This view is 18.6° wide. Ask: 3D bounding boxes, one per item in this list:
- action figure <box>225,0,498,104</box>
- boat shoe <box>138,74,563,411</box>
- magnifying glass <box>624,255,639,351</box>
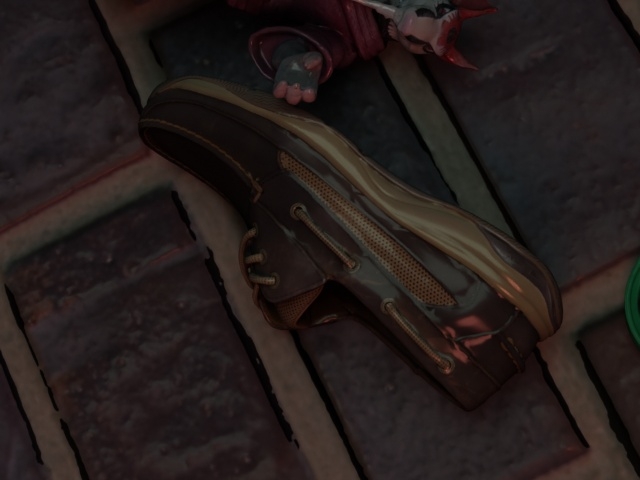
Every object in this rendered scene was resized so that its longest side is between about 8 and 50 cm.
[{"bbox_3d":[-0.046,-0.210,1.487,0.370,0.276,0.248,28,75,-2],"label":"action figure"},{"bbox_3d":[0.000,0.000,1.405,0.355,0.132,0.130,30,77,21],"label":"boat shoe"},{"bbox_3d":[0.268,-0.014,1.417,0.092,0.026,0.231,0,71,12],"label":"magnifying glass"}]
